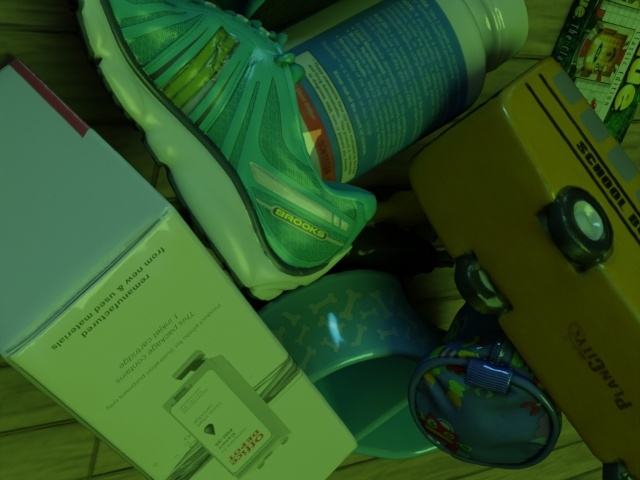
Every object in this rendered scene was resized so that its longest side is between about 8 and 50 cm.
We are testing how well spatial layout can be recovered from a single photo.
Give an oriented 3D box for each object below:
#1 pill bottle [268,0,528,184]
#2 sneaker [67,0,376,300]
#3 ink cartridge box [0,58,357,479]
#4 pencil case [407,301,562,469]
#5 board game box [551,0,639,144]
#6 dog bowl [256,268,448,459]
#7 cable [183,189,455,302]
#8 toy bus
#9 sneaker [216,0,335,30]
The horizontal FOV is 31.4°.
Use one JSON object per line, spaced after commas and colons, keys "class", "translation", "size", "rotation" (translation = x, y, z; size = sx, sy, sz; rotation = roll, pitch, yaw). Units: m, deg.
{"class": "pill bottle", "translation": [0.039, -0.123, 0.814], "size": [0.221, 0.124, 0.124], "rotation": [-32, 135, -21]}
{"class": "sneaker", "translation": [-0.068, -0.097, 0.685], "size": [0.110, 0.107, 0.275], "rotation": [-34, 104, -2]}
{"class": "ink cartridge box", "translation": [-0.120, 0.050, 0.726], "size": [0.117, 0.207, 0.283], "rotation": [-43, 139, -9]}
{"class": "pencil case", "translation": [0.172, 0.036, 0.934], "size": [0.133, 0.119, 0.306], "rotation": [84, 26, -44]}
{"class": "board game box", "translation": [0.270, -0.174, 1.066], "size": [0.136, 0.030, 0.259], "rotation": [0, 118, -45]}
{"class": "dog bowl", "translation": [0.053, 0.119, 0.990], "size": [0.166, 0.074, 0.297], "rotation": [-40, 143, 23]}
{"class": "cable", "translation": [0.000, 0.000, 0.940], "size": [0.287, 0.072, 0.139], "rotation": [10, 128, -33]}
{"class": "toy bus", "translation": [0.202, 0.044, 0.800], "size": [0.108, 0.332, 0.130], "rotation": [-36, -179, 44]}
{"class": "sneaker", "translation": [-0.032, -0.270, 0.647], "size": [0.140, 0.125, 0.340], "rotation": [-36, 136, -16]}
